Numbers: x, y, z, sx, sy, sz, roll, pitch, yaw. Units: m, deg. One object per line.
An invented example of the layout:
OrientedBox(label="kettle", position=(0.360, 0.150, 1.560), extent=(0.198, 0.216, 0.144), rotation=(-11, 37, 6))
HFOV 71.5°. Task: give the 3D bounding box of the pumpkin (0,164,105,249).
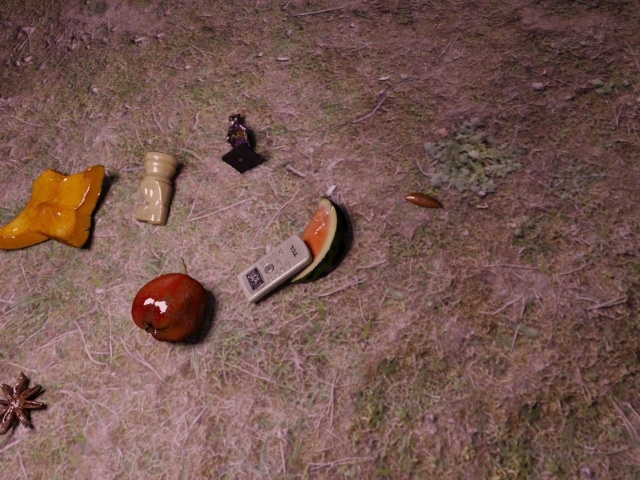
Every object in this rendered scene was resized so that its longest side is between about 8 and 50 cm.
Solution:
OrientedBox(label="pumpkin", position=(-0.754, -0.091, 1.245), extent=(0.290, 0.095, 0.258), rotation=(2, 68, 14))

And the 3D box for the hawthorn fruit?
OrientedBox(label="hawthorn fruit", position=(-0.338, 0.136, 1.051), extent=(0.163, 0.162, 0.203), rotation=(18, 50, 17))

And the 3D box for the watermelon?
OrientedBox(label="watermelon", position=(0.001, 0.002, 1.103), extent=(0.119, 0.063, 0.245), rotation=(9, 72, 31))

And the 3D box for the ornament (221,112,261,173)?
OrientedBox(label="ornament", position=(-0.242, -0.289, 1.280), extent=(0.081, 0.088, 0.203), rotation=(-37, 48, 17))

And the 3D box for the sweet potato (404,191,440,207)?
OrientedBox(label="sweet potato", position=(0.259, -0.101, 1.123), extent=(0.095, 0.034, 0.034), rotation=(17, 67, 6))

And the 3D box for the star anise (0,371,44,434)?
OrientedBox(label="star anise", position=(-0.701, 0.381, 1.031), extent=(0.141, 0.042, 0.141), rotation=(-5, 60, 8))

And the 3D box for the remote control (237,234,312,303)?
OrientedBox(label="remote control", position=(-0.111, 0.066, 1.076), extent=(0.190, 0.029, 0.087), rotation=(-35, 57, 5))

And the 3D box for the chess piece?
OrientedBox(label="chess piece", position=(-0.457, -0.140, 1.237), extent=(0.090, 0.090, 0.200), rotation=(2, 76, 10))
